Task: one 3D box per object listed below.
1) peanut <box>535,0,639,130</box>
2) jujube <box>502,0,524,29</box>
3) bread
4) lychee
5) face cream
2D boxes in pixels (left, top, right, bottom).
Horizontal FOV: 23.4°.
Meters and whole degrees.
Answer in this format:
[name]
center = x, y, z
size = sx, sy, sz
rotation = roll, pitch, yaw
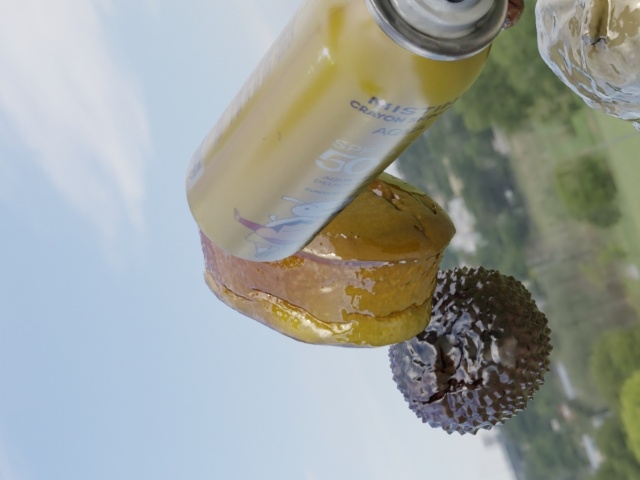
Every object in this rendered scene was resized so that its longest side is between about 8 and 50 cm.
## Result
[peanut]
center = 0.254, -0.161, 1.199
size = 0.159, 0.143, 0.291
rotation = 39, -169, 27
[jujube]
center = 0.171, -0.275, 1.755
size = 0.077, 0.129, 0.077
rotation = -167, 90, -70
[bread]
center = 0.000, 0.000, 1.458
size = 0.270, 0.195, 0.142
rotation = 26, 119, 43
[lychee]
center = 0.163, 0.116, 1.655
size = 0.188, 0.188, 0.188
rotation = -20, -90, -82
[face cream]
center = 0.014, -0.090, 0.924
size = 0.349, 0.105, 0.105
rotation = -44, 61, 61
